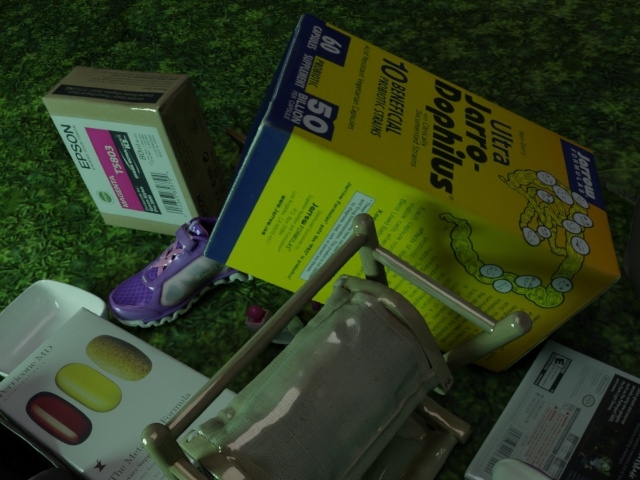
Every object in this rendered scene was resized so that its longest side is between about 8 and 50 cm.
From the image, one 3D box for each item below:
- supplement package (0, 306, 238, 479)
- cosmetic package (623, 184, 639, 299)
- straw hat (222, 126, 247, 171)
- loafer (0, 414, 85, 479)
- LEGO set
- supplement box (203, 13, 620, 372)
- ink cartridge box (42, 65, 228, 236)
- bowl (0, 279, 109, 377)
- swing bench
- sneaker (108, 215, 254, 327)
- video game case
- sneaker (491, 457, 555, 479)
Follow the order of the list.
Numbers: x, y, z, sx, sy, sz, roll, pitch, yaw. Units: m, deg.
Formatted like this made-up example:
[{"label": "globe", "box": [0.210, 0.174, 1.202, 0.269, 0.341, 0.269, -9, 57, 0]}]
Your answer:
[{"label": "supplement package", "box": [-0.192, 0.196, 0.674, 0.244, 0.134, 0.139, 20, 53, 30]}, {"label": "cosmetic package", "box": [0.506, -0.008, 0.697, 0.309, 0.160, 0.113, -7, 43, 5]}, {"label": "straw hat", "box": [-0.100, -0.114, 1.011, 0.144, 0.144, 0.061, 37, 102, 38]}, {"label": "loafer", "box": [-0.261, 0.222, 0.558, 0.302, 0.095, 0.109, 20, 20, 31]}, {"label": "LEGO set", "box": [0.000, 0.000, 0.845, 0.132, 0.107, 0.287, 2, 46, 15]}, {"label": "supplement box", "box": [0.091, -0.041, 0.692, 0.356, 0.195, 0.194, 22, 46, -11]}, {"label": "ink cartridge box", "box": [-0.250, -0.119, 0.932, 0.193, 0.235, 0.088, 8, 47, 22]}, {"label": "bowl", "box": [-0.348, 0.125, 0.841, 0.142, 0.053, 0.142, 14, 51, 27]}, {"label": "swing bench", "box": [0.017, 0.165, 0.558, 0.165, 0.255, 0.253, 34, 59, 22]}, {"label": "sneaker", "box": [-0.173, 0.024, 0.865, 0.236, 0.105, 0.095, -26, 47, -12]}, {"label": "video game case", "box": [0.262, 0.202, 0.641, 0.173, 0.022, 0.190, 23, 54, 32]}, {"label": "sneaker", "box": [0.184, 0.300, 0.475, 0.152, 0.114, 0.305, -30, 41, 3]}]
